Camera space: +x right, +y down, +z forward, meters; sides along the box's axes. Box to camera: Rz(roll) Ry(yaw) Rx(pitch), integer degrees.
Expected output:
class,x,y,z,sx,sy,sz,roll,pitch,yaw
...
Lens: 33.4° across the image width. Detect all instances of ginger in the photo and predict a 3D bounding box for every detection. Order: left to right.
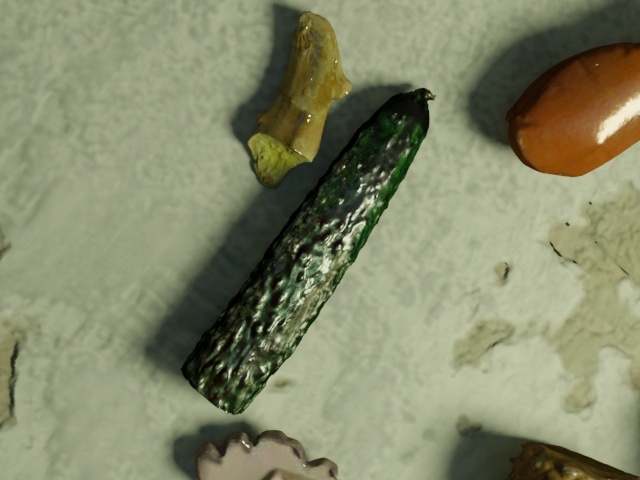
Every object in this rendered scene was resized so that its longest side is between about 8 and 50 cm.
class,x,y,z,sx,sy,sz,roll,pitch,yaw
ginger,-0.015,-0.105,0.823,0.057,0.044,0.137,21,89,11

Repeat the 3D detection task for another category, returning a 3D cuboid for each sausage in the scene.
class,x,y,z,sx,sy,sz,roll,pitch,yaw
sausage,0.228,-0.112,0.828,0.179,0.089,0.089,-30,96,2

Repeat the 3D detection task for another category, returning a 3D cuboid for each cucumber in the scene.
class,x,y,z,sx,sy,sz,roll,pitch,yaw
cucumber,0.000,0.000,0.819,0.067,0.067,0.293,36,89,-7

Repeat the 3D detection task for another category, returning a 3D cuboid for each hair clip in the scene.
class,x,y,z,sx,sy,sz,roll,pitch,yaw
hair clip,-0.078,0.296,0.823,0.173,0.069,0.300,33,79,-8

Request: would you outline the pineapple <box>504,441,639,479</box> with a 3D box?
class,x,y,z,sx,sy,sz,roll,pitch,yaw
pineapple,0.166,0.278,0.837,0.111,0.119,0.237,12,98,-51
